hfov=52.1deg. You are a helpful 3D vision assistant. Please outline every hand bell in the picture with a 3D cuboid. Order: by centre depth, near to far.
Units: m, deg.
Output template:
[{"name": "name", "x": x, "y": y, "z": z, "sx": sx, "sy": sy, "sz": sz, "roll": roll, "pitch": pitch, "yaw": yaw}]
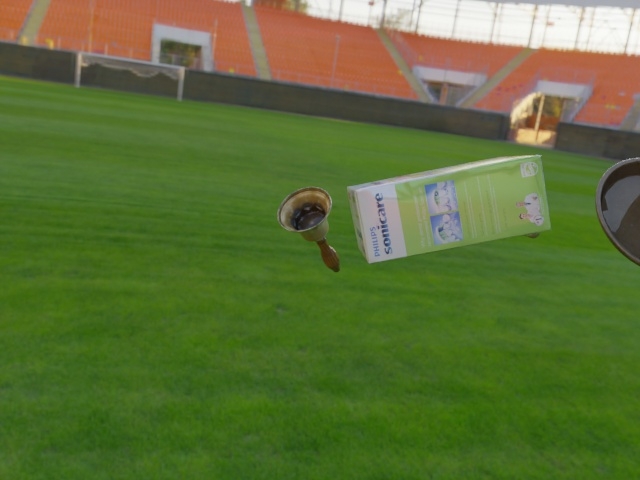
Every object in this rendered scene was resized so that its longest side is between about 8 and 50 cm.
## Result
[{"name": "hand bell", "x": 0.000, "y": 0.000, "z": 1.523, "sx": 0.126, "sy": 0.126, "sz": 0.242, "roll": 16, "pitch": -29, "yaw": 31}]

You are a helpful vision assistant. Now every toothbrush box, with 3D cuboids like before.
[{"name": "toothbrush box", "x": 0.196, "y": -0.056, "z": 1.069, "sx": 0.283, "sy": 0.122, "sz": 0.206, "roll": -12, "pitch": 6, "yaw": 1}]

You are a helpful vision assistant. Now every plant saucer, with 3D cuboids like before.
[{"name": "plant saucer", "x": 0.691, "y": -0.046, "z": 1.339, "sx": 0.277, "sy": 0.278, "sz": 0.041, "roll": 8, "pitch": -28, "yaw": -3}]

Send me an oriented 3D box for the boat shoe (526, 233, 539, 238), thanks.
[{"name": "boat shoe", "x": 0.485, "y": -0.038, "z": 1.564, "sx": 0.050, "sy": 0.045, "sz": 0.135, "roll": -36, "pitch": 31, "yaw": 4}]
